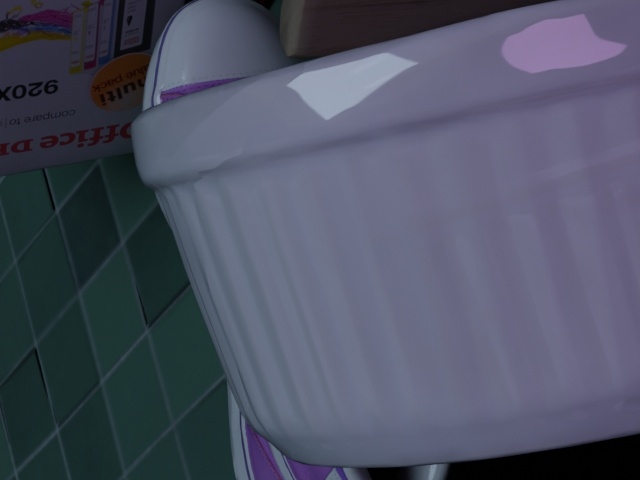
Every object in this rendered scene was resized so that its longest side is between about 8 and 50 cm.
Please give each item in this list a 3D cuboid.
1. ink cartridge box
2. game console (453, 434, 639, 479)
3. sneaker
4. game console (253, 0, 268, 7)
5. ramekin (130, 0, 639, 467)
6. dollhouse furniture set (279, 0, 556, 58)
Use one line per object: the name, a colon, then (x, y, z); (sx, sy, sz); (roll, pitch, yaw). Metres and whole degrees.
ink cartridge box: (-0.178, -0.173, 0.970); (0.232, 0.171, 0.168); (104, 147, -46)
game console: (0.087, 0.215, 0.606); (0.213, 0.044, 0.361); (5, 60, 44)
sneaker: (0.001, 0.000, 0.802); (0.161, 0.102, 0.282); (140, 115, -68)
game console: (-0.062, -0.215, 0.947); (0.085, 0.124, 0.144); (-37, 56, 14)
ramekin: (0.079, -0.007, 0.605); (0.273, 0.273, 0.127); (-10, 93, 52)
dollhouse furniture set: (0.064, -0.350, 0.737); (0.394, 0.256, 0.362); (103, 148, -48)
